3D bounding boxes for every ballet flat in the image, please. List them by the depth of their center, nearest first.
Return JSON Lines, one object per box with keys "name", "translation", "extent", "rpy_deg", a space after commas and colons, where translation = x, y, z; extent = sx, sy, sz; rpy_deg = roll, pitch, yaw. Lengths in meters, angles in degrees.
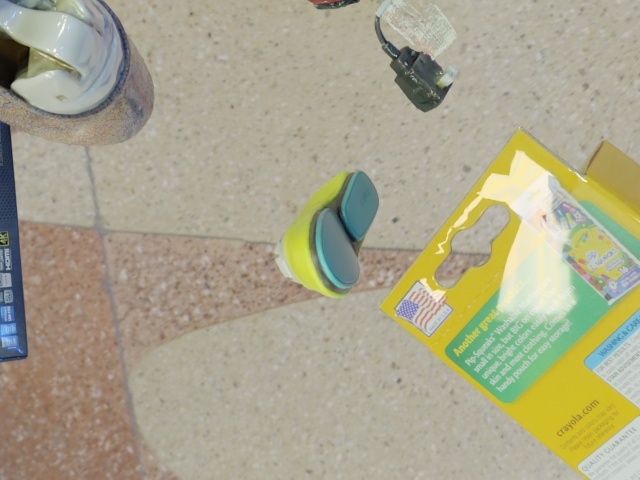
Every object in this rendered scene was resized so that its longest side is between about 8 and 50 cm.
{"name": "ballet flat", "translation": [-0.205, -0.142, 0.536], "extent": [0.106, 0.316, 0.108], "rpy_deg": [15, 80, 43]}
{"name": "ballet flat", "translation": [0.000, 0.000, 0.787], "extent": [0.077, 0.231, 0.077], "rpy_deg": [-23, 106, 20]}

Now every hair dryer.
{"name": "hair dryer", "translation": [0.068, -0.277, 0.738], "extent": [0.293, 0.080, 0.223], "rpy_deg": [42, 122, -4]}

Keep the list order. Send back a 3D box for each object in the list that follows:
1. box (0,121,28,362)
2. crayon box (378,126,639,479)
{"name": "box", "translation": [-0.357, -0.001, 0.756], "extent": [0.059, 0.183, 0.233], "rpy_deg": [-146, 54, -66]}
{"name": "crayon box", "translation": [0.231, 0.074, 0.655], "extent": [0.323, 0.083, 0.203], "rpy_deg": [39, 127, 6]}
